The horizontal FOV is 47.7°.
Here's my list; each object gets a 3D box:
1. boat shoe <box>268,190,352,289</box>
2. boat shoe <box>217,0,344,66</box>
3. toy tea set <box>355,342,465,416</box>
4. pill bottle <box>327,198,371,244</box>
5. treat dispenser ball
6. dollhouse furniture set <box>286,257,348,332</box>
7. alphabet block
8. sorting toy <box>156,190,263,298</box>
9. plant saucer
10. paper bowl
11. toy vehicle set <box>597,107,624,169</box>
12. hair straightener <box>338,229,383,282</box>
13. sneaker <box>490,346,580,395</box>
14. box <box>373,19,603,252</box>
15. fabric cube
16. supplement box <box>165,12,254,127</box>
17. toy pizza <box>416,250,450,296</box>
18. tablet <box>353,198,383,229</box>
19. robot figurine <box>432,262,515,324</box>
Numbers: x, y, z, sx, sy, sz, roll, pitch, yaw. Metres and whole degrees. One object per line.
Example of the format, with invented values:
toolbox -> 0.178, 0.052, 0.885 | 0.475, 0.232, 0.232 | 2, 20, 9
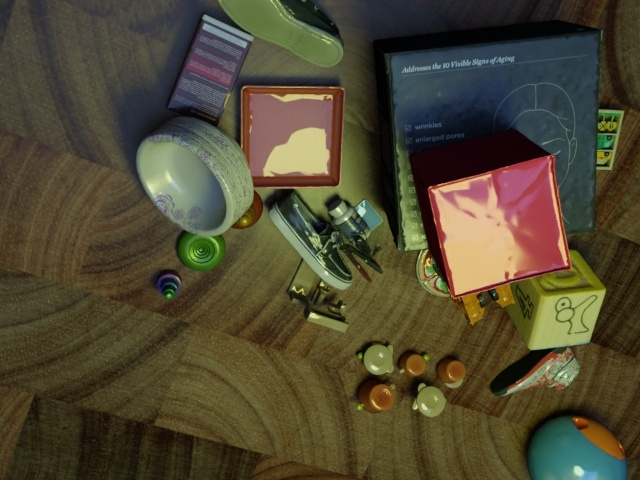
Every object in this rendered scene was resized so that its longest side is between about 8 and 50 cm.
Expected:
boat shoe -> 0.000, -0.002, 1.895 | 0.105, 0.113, 0.306 | -36, 104, 19
boat shoe -> -0.089, -0.537, 1.687 | 0.340, 0.113, 0.127 | 24, 141, -18
toy tea set -> 0.258, 0.414, 2.118 | 0.336, 0.124, 0.199 | 9, 78, -11
pill bottle -> 0.074, -0.051, 1.916 | 0.067, 0.067, 0.120 | -39, 112, 4
treat dispenser ball -> 0.775, 0.676, 2.197 | 0.288, 0.288, 0.288 | -4, 110, -10
dollhouse furniture set -> 0.012, 0.140, 1.928 | 0.144, 0.151, 0.123 | 20, 104, -19
alphabet block -> 0.647, 0.163, 2.015 | 0.193, 0.193, 0.197 | -6, 127, -11
sorting toy -> -0.284, 0.021, 1.841 | 0.365, 0.126, 0.127 | -46, 112, 6
plant saucer -> -0.073, -0.261, 1.822 | 0.259, 0.047, 0.259 | -2, 109, -10
paper bowl -> -0.284, -0.161, 1.719 | 0.284, 0.148, 0.284 | 20, 134, 22
toy vehicle set -> 0.680, -0.279, 1.968 | 0.267, 0.035, 0.165 | 0, 109, -11
hair straightener -> 0.113, 0.028, 1.918 | 0.089, 0.047, 0.230 | -38, 136, 4
sneaker -> 0.657, 0.419, 2.188 | 0.270, 0.090, 0.145 | -38, 110, 1
box -> 0.390, -0.259, 1.751 | 0.480, 0.297, 0.471 | -6, 112, 0
fabric cube -> 0.352, -0.066, 1.533 | 0.259, 0.258, 0.254 | -14, 109, 3
supplement box -> -0.264, -0.400, 1.719 | 0.130, 0.073, 0.239 | 22, 103, -18
toy pizza -> 0.369, 0.069, 2.036 | 0.201, 0.032, 0.201 | -4, 111, -10
tablet -> 0.125, -0.066, 1.953 | 0.054, 0.006, 0.083 | -40, 111, 5
robot figurine -> 0.417, 0.077, 1.985 | 0.211, 0.085, 0.291 | -26, 111, -4
